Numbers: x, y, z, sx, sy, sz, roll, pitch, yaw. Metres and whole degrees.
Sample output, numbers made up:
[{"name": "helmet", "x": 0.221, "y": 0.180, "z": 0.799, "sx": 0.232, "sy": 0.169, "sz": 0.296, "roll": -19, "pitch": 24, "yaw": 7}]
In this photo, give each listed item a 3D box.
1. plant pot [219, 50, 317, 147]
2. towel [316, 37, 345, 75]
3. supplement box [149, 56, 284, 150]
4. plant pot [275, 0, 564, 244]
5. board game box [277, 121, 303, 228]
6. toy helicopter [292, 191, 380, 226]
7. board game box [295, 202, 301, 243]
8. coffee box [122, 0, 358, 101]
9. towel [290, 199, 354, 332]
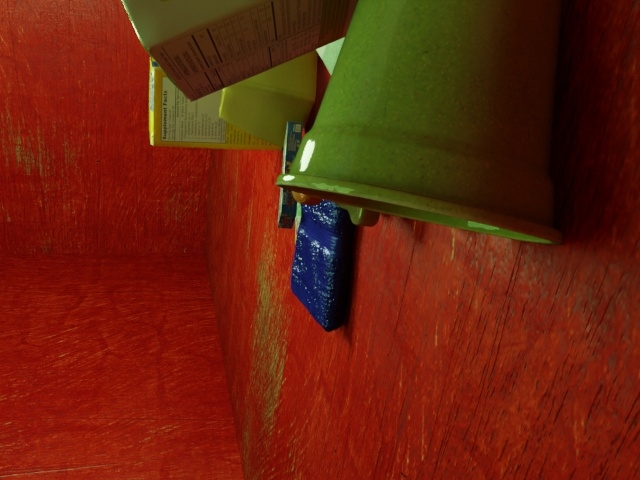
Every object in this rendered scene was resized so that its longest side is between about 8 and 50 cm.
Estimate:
[{"name": "plant pot", "x": -0.123, "y": -0.355, "z": 1.508, "sx": 0.212, "sy": 0.187, "sz": 0.212, "roll": 121, "pitch": 153, "yaw": -62}, {"name": "towel", "x": -0.011, "y": -0.501, "z": 1.248, "sx": 0.325, "sy": 0.038, "sz": 0.248, "roll": 61, "pitch": 156, "yaw": 15}, {"name": "supplement box", "x": -0.259, "y": -0.354, "z": 1.736, "sx": 0.195, "sy": 0.356, "sz": 0.194, "roll": -124, "pitch": 37, "yaw": -63}, {"name": "plant pot", "x": 0.117, "y": -0.147, "z": 0.645, "sx": 0.276, "sy": 0.276, "sz": 0.254, "roll": -164, "pitch": 86, "yaw": -74}, {"name": "board game box", "x": -0.066, "y": -0.137, "z": 1.450, "sx": 0.136, "sy": 0.035, "sz": 0.201, "roll": 117, "pitch": 157, "yaw": -76}, {"name": "toy helicopter", "x": 0.098, "y": -0.124, "z": 0.960, "sx": 0.355, "sy": 0.140, "sz": 0.235, "roll": 38, "pitch": 118, "yaw": 57}, {"name": "board game box", "x": -0.029, "y": -0.117, "z": 1.516, "sx": 0.124, "sy": 0.039, "sz": 0.259, "roll": 176, "pitch": 97, "yaw": -74}, {"name": "coffee box", "x": -0.135, "y": -0.443, "z": 0.962, "sx": 0.338, "sy": 0.334, "sz": 0.337, "roll": -149, "pitch": 35, "yaw": -88}, {"name": "towel", "x": 0.000, "y": 0.000, "z": 1.331, "sx": 0.227, "sy": 0.076, "sz": 0.308, "roll": -131, "pitch": 44, "yaw": -68}]
